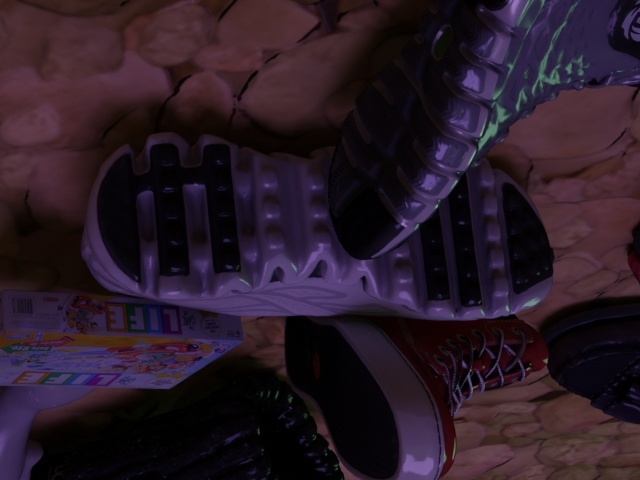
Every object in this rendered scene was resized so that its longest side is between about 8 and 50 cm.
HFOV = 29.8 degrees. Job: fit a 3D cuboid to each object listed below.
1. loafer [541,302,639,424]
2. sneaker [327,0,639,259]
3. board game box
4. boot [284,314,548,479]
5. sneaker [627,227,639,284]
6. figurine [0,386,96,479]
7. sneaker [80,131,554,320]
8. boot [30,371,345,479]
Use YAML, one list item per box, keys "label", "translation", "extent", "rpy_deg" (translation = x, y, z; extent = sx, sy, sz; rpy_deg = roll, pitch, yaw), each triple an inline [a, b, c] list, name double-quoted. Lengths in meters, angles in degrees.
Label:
- label: "loafer"
  translation: [0.315, 0.118, 0.954]
  extent: [0.302, 0.095, 0.109]
  rpy_deg: [10, 143, -25]
- label: "sneaker"
  translation: [0.102, -0.072, 0.601]
  extent: [0.132, 0.086, 0.229]
  rpy_deg: [5, 133, -30]
- label: "board game box"
  translation: [-0.140, 0.064, 0.745]
  extent: [0.154, 0.026, 0.103]
  rpy_deg: [6, 155, -34]
- label: "boot"
  translation: [0.086, 0.086, 0.772]
  extent: [0.176, 0.088, 0.244]
  rpy_deg: [0, -169, -13]
- label: "sneaker"
  translation: [0.310, -0.016, 0.731]
  extent: [0.121, 0.112, 0.299]
  rpy_deg: [5, 145, -20]
- label: "figurine"
  translation: [-0.267, 0.107, 0.825]
  extent: [0.215, 0.092, 0.209]
  rpy_deg: [16, 136, -34]
- label: "sneaker"
  translation: [0.000, 0.000, 0.713]
  extent: [0.292, 0.110, 0.118]
  rpy_deg: [6, 162, -20]
- label: "boot"
  translation: [-0.089, 0.245, 1.032]
  extent: [0.260, 0.131, 0.348]
  rpy_deg: [-20, 148, 14]
